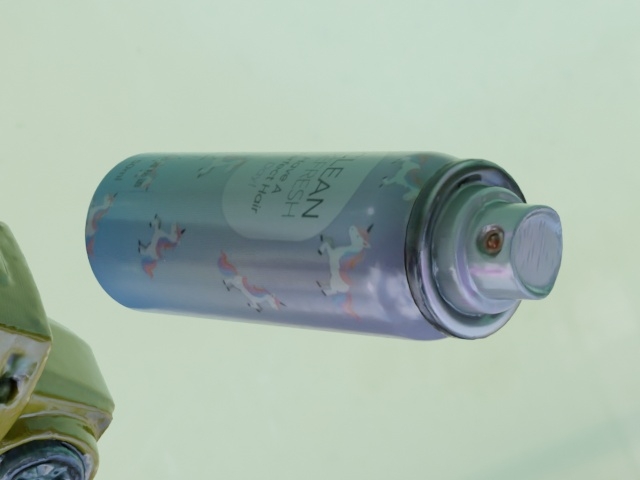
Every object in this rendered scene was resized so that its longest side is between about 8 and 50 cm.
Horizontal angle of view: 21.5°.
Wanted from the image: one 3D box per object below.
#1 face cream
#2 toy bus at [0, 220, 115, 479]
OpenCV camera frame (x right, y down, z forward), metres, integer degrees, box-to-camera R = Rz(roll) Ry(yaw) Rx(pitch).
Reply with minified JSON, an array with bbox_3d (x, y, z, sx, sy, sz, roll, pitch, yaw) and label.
[{"bbox_3d":[0.000,0.000,0.684,0.229,0.075,0.075,2,174,45],"label":"face cream"},{"bbox_3d":[-0.240,0.032,0.795,0.335,0.121,0.123,20,116,-39],"label":"toy bus"}]
